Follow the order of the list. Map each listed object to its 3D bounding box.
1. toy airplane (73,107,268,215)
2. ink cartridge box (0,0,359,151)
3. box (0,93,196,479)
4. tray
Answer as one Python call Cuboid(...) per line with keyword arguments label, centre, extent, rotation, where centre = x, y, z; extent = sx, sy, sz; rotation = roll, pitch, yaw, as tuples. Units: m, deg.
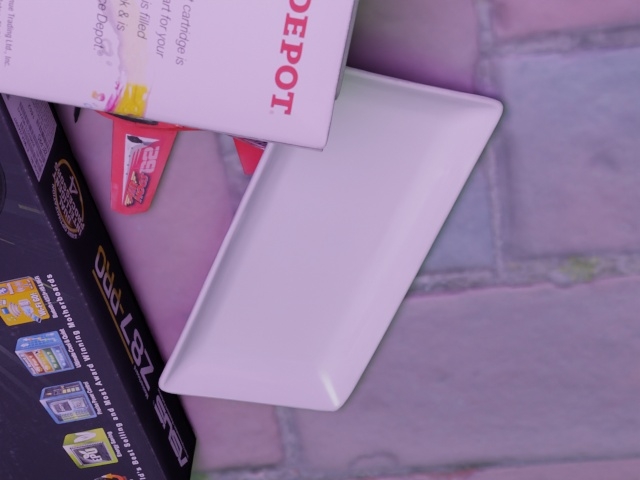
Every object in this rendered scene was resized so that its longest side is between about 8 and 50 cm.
Cuboid(label="toy airplane", centre=(-0.086, -0.079, 1.095), extent=(0.151, 0.028, 0.151), rotation=(2, 123, 2))
Cuboid(label="ink cartridge box", centre=(-0.104, -0.198, 0.925), extent=(0.270, 0.197, 0.198), rotation=(10, 122, -2))
Cuboid(label="box", centre=(-0.290, 0.048, 1.122), extent=(0.318, 0.097, 0.395), rotation=(-9, 128, 11))
Cuboid(label="tray", centre=(0.000, 0.000, 1.119), extent=(0.145, 0.030, 0.270), rotation=(9, 124, -28))
